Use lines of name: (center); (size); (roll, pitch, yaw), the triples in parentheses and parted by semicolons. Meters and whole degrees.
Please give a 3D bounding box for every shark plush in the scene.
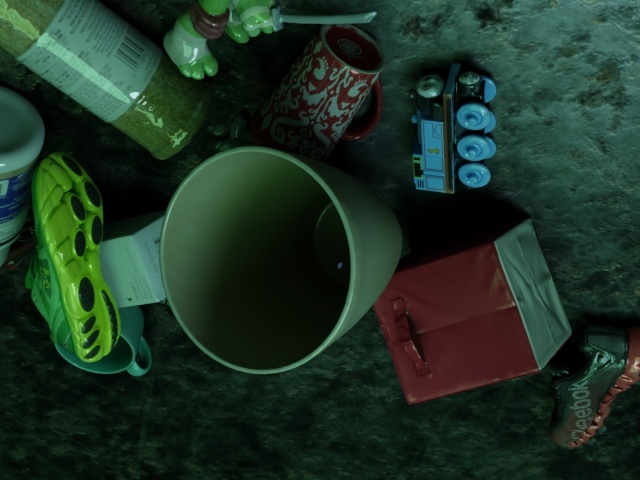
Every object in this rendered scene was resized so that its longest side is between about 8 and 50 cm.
shark plush: (-0.127, -0.109, 1.593); (0.161, 0.067, 0.073); (-22, 129, 30)

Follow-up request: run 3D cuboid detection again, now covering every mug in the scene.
mug: (0.010, -0.186, 1.481); (0.113, 0.150, 0.169); (48, 131, 13)
mug: (-0.341, 0.141, 1.878); (0.129, 0.097, 0.158); (0, 137, 10)

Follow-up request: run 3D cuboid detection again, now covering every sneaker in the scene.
sneaker: (0.397, 0.220, 1.825); (0.135, 0.098, 0.276); (15, 135, -6)
sneaker: (-0.356, 0.027, 1.607); (0.123, 0.109, 0.296); (7, 113, 30)

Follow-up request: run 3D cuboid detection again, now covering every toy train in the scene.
toy train: (0.166, -0.138, 1.502); (0.105, 0.080, 0.184); (5, 138, 13)

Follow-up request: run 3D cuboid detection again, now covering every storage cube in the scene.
storage cube: (0.205, 0.091, 1.613); (0.193, 0.215, 0.184); (-19, 92, 28)

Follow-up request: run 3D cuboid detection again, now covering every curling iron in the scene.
curling iron: (-0.491, 0.022, 1.826); (0.068, 0.035, 0.274); (40, 129, -23)

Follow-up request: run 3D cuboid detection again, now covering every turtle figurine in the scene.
turtle figurine: (-0.045, -0.273, 1.301); (0.274, 0.198, 0.266); (14, 150, -21)

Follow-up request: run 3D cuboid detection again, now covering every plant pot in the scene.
plant pot: (-0.014, 0.010, 1.446); (0.256, 0.274, 0.257); (3, 97, 27)

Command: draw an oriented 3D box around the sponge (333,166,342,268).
sponge: (0.000, 0.000, 1.675); (0.117, 0.031, 0.210); (-24, 130, -3)

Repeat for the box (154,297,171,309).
box: (-0.151, 0.051, 1.786); (0.184, 0.045, 0.191); (20, 136, -8)

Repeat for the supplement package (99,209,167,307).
supplement package: (-0.283, 0.032, 1.699); (0.179, 0.105, 0.105); (-11, 108, 37)

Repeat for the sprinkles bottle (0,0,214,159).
sprinkles bottle: (-0.299, -0.240, 1.445); (0.355, 0.121, 0.121); (36, 131, -25)

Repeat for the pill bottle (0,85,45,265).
pill bottle: (-0.473, -0.075, 1.631); (0.153, 0.153, 0.265); (18, 137, -9)
